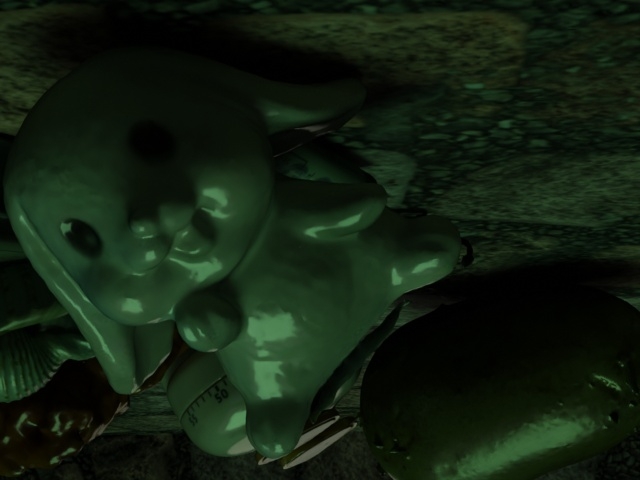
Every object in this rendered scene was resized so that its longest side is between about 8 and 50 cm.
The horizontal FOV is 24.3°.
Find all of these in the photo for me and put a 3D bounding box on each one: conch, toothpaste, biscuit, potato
[{"bbox_3d":[-0.245,0.066,1.234,0.153,0.102,0.135,-30,164,-24],"label":"conch"},{"bbox_3d":[-0.028,-0.064,1.109,0.062,0.039,0.239,-23,156,25],"label":"toothpaste"},{"bbox_3d":[-0.294,0.152,1.580,0.318,0.110,0.312,-21,-167,30],"label":"biscuit"},{"bbox_3d":[0.224,0.163,1.671,0.359,0.219,0.270,-22,-174,33],"label":"potato"}]

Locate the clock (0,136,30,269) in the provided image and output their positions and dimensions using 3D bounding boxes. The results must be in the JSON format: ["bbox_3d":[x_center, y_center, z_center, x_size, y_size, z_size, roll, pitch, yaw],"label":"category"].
[{"bbox_3d":[-0.341,-0.020,1.231,0.325,0.067,0.325,0,166,0],"label":"clock"}]

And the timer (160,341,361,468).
[{"bbox_3d":[-0.076,0.138,1.725,0.234,0.240,0.233,-29,164,-9],"label":"timer"}]

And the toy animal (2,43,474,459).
[{"bbox_3d":[-0.059,-0.016,0.973,0.249,0.174,0.289,-34,130,-11],"label":"toy animal"}]

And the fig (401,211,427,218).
[{"bbox_3d":[0.000,0.000,1.282,0.149,0.149,0.245,-13,-176,43],"label":"fig"}]
